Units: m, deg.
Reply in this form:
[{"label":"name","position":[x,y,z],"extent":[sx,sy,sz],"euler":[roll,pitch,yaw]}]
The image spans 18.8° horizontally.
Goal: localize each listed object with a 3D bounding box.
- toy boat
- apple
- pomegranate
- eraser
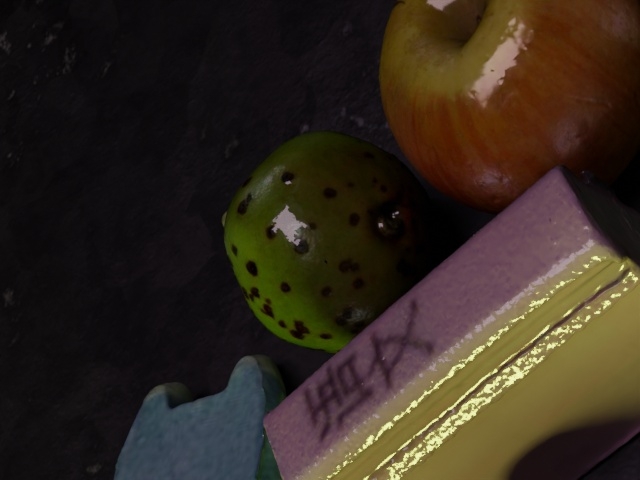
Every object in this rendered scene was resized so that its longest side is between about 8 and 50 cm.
[{"label":"toy boat","position":[-0.113,0.284,2.024],"extent":[0.215,0.123,0.330],"euler":[-20,46,27]},{"label":"apple","position":[0.192,-0.159,1.842],"extent":[0.286,0.233,0.286],"euler":[-23,53,34]},{"label":"pomegranate","position":[0.011,0.012,1.978],"extent":[0.286,0.231,0.231],"euler":[130,156,-78]},{"label":"eraser","position":[0.168,0.120,1.711],"extent":[0.359,0.272,0.122],"euler":[-40,47,20]}]
